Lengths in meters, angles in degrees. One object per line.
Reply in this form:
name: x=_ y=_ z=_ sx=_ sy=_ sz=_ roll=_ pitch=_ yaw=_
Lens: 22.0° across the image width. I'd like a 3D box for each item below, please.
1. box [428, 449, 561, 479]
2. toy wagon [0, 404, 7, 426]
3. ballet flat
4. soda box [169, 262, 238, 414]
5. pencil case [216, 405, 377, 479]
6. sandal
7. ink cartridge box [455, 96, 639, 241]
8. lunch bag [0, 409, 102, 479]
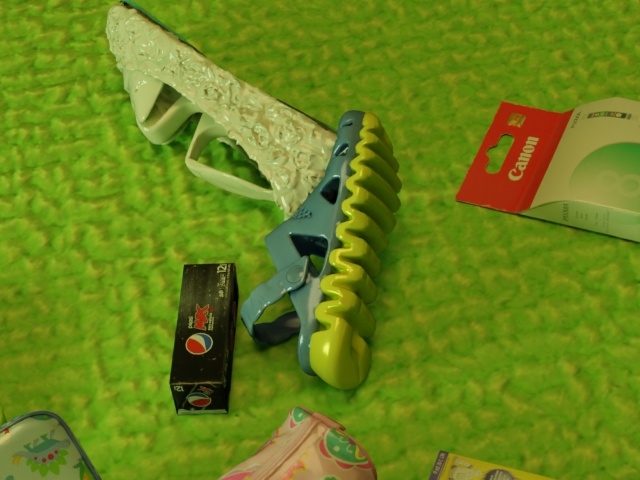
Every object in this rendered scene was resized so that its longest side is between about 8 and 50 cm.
box: x=0.183 y=0.271 z=1.565 sx=0.179 sy=0.043 sz=0.105 roll=13 pitch=50 yaw=16
toy wagon: x=-0.454 y=0.159 z=1.723 sx=0.344 sy=0.068 sz=0.267 roll=16 pitch=51 yaw=21
ballet flat: x=-0.136 y=-0.150 z=1.934 sx=0.409 sy=0.147 sz=0.147 roll=34 pitch=59 yaw=29
soda box: x=-0.122 y=0.102 z=1.747 sx=0.060 sy=0.053 sz=0.169 roll=-2 pitch=47 yaw=5
pencil case: x=-0.076 y=0.279 z=1.535 sx=0.124 sy=0.124 sz=0.284 roll=33 pitch=58 yaw=31
sandal: x=0.000 y=0.000 z=1.754 sx=0.138 sy=0.126 sz=0.317 roll=3 pitch=62 yaw=24
ink cartridge box: x=0.288 y=-0.098 z=1.889 sx=0.225 sy=0.056 sz=0.181 roll=15 pitch=50 yaw=17
lunch bag: x=-0.304 y=0.276 z=1.540 sx=0.219 sy=0.090 sz=0.176 roll=-32 pitch=92 yaw=-19
